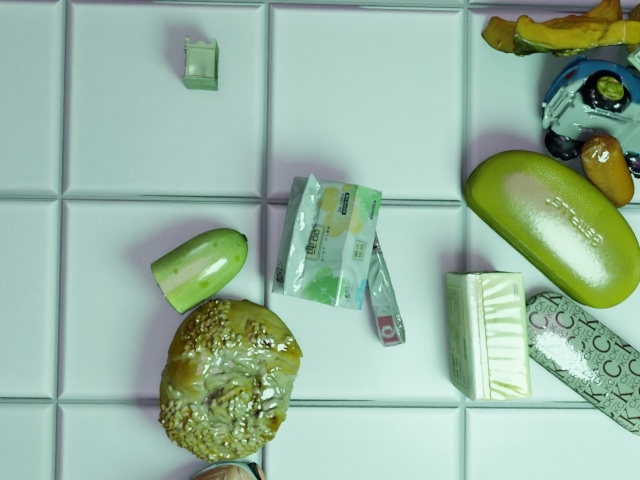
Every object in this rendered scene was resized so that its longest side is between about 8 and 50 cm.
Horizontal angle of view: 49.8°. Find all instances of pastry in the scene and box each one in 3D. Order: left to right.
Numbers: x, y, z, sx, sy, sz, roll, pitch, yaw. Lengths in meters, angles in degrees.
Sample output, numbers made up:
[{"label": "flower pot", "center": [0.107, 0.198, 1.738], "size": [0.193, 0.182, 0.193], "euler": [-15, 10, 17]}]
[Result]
[{"label": "pastry", "center": [-0.173, 0.263, 1.280], "size": [0.255, 0.162, 0.310], "euler": [13, 87, 1]}]

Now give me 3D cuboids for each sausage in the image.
[{"label": "sausage", "center": [0.539, -0.129, 1.296], "size": [0.076, 0.197, 0.076], "euler": [-17, 54, 25]}]

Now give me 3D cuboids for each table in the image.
[{"label": "table", "center": [-0.231, -0.341, 1.333], "size": [0.062, 0.079, 0.083], "euler": [3, 87, -4]}]

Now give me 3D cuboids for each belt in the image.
[{"label": "belt", "center": [0.115, 0.092, 1.337], "size": [0.053, 0.071, 0.232], "euler": [-16, 87, 15]}]

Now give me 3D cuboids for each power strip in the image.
[{"label": "power strip", "center": [0.626, -0.401, 1.343], "size": [0.049, 0.028, 0.178], "euler": [25, 56, -1]}]

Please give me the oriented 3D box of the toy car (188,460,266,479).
[{"label": "toy car", "center": [-0.157, 0.547, 1.245], "size": [0.181, 0.212, 0.270], "euler": [-27, 90, -3]}]

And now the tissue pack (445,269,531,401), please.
[{"label": "tissue pack", "center": [0.312, 0.173, 1.296], "size": [0.125, 0.159, 0.234], "euler": [-3, 88, -2]}]

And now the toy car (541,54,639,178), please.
[{"label": "toy car", "center": [0.584, -0.245, 1.315], "size": [0.314, 0.198, 0.165], "euler": [13, 64, -3]}]

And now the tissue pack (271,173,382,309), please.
[{"label": "tissue pack", "center": [0.000, 0.000, 1.276], "size": [0.159, 0.145, 0.229], "euler": [11, 90, 32]}]

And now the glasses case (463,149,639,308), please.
[{"label": "glasses case", "center": [0.456, -0.034, 1.316], "size": [0.371, 0.141, 0.173], "euler": [42, 87, -1]}]

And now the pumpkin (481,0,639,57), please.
[{"label": "pumpkin", "center": [0.467, -0.394, 1.281], "size": [0.290, 0.258, 0.095], "euler": [-8, 111, 0]}]

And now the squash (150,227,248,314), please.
[{"label": "squash", "center": [-0.217, 0.046, 1.309], "size": [0.187, 0.123, 0.123], "euler": [-32, 90, -8]}]

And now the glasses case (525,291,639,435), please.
[{"label": "glasses case", "center": [0.534, 0.238, 1.338], "size": [0.355, 0.085, 0.137], "euler": [38, 87, -1]}]

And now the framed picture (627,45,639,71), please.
[{"label": "framed picture", "center": [0.714, -0.289, 1.164], "size": [0.232, 0.019, 0.296], "euler": [-43, 78, 14]}]
